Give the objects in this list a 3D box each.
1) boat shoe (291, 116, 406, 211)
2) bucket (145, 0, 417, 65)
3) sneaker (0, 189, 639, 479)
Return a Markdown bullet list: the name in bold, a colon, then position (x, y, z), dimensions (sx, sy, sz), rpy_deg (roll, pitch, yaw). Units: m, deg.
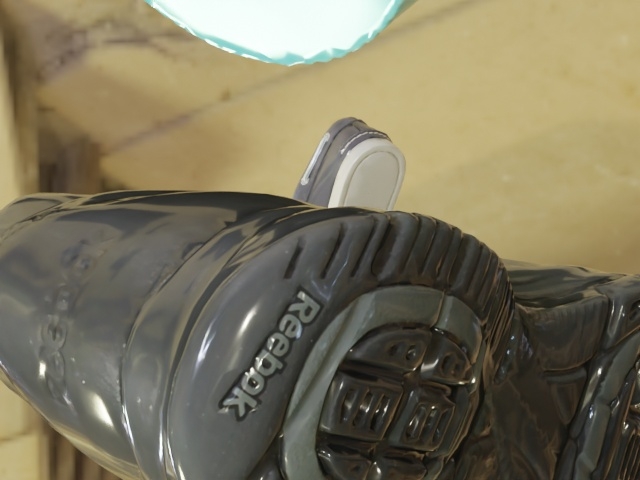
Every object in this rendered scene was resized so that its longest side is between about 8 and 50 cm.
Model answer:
- **boat shoe**: position (0.000, 0.000, 1.259), dimensions (0.075, 0.065, 0.206), rpy_deg (6, 121, -36)
- **bucket**: position (-0.005, -0.238, 0.833), dimensions (0.281, 0.183, 0.281), rpy_deg (25, 141, 23)
- **sneaker**: position (0.018, 0.035, 0.471), dimensions (0.130, 0.109, 0.286), rpy_deg (18, 175, 35)
